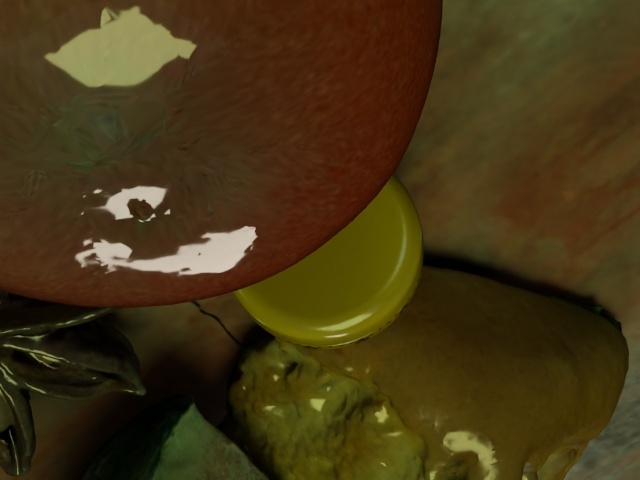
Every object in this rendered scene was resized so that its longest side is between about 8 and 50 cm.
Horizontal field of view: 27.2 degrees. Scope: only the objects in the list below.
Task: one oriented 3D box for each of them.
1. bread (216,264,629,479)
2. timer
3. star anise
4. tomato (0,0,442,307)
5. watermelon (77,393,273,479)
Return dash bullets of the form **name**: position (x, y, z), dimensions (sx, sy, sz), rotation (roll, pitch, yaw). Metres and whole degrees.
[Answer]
- **bread**: position (0.072, 0.121, 0.781), dimensions (0.252, 0.133, 0.174), rotation (13, 130, -23)
- **timer**: position (0.000, 0.000, 0.681), dimensions (0.107, 0.107, 0.109), rotation (-17, 162, 3)
- **star anise**: position (-0.196, 0.049, 0.706), dimensions (0.212, 0.073, 0.197), rotation (29, 115, -27)
- **tomato**: position (-0.078, -0.095, 0.522), dimensions (0.256, 0.224, 0.255), rotation (-7, 140, -6)
- **watermelon**: position (-0.080, 0.293, 0.774), dimensions (0.293, 0.250, 0.283), rotation (39, 147, 0)
